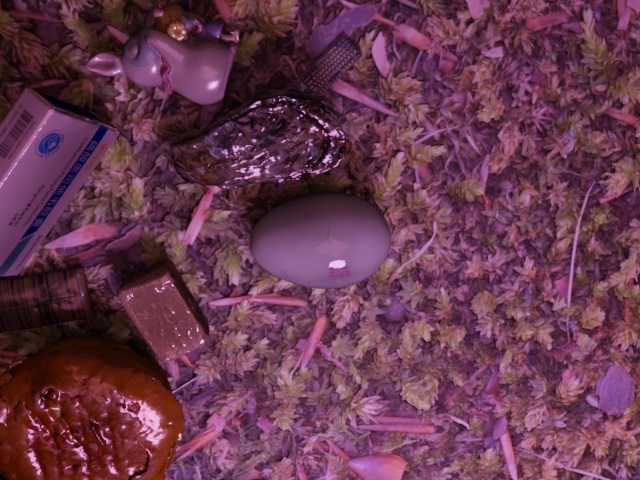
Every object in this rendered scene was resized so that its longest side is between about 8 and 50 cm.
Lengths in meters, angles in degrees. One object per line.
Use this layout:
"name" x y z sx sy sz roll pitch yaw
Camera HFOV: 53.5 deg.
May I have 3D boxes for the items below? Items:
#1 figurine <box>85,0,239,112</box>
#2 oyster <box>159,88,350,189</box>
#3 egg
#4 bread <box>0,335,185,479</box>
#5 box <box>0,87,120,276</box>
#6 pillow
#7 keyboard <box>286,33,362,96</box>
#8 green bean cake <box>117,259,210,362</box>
"figurine" -0.268 -0.323 1.087 0.236 0.127 0.155 14 122 -10
"oyster" -0.124 -0.177 1.145 0.351 0.158 0.162 -7 95 4
"egg" 0.000 0.000 1.190 0.264 0.183 0.182 -2 106 -1
"bread" -0.451 0.348 1.211 0.359 0.204 0.336 20 99 -18
"box" -0.507 -0.085 1.076 0.065 0.200 0.343 40 98 10
"pillow" -0.543 0.116 1.211 0.204 0.038 0.113 -10 107 -6
"keyboard" -0.002 -0.305 1.191 0.176 0.014 0.055 -43 104 4
"green bean cake" -0.300 0.138 1.233 0.109 0.085 0.179 -28 107 1
